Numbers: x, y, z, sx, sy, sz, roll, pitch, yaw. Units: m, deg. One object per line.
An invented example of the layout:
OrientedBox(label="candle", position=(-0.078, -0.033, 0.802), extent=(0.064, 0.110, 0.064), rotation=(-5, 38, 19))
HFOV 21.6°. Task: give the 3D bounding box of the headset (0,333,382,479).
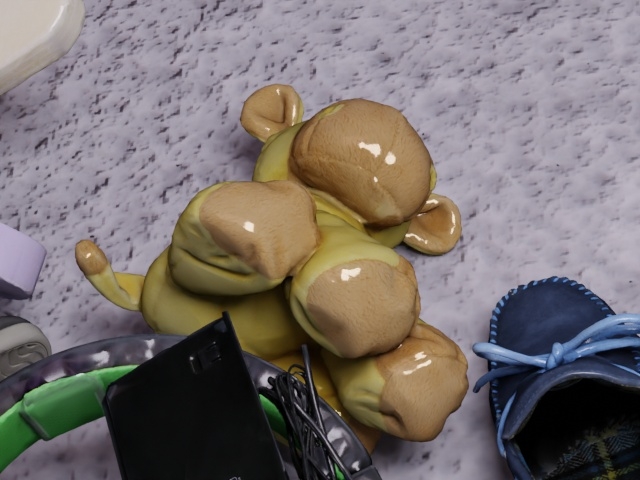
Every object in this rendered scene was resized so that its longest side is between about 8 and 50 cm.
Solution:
OrientedBox(label="headset", position=(-0.053, 0.217, 0.704), extent=(0.243, 0.185, 0.394), rotation=(-23, 68, -5))

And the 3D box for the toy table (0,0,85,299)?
OrientedBox(label="toy table", position=(-0.258, -0.077, 0.908), extent=(0.274, 0.252, 0.160), rotation=(14, 79, 8))

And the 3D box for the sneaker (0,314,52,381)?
OrientedBox(label="sneaker", position=(-0.258, 0.082, 0.883), extent=(0.222, 0.083, 0.118), rotation=(-33, 59, -10))

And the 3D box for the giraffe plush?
OrientedBox(label="giraffe plush", position=(0.000, 0.000, 0.866), extent=(0.210, 0.181, 0.170), rotation=(-6, 38, 47))

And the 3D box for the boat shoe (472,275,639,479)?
OrientedBox(label="boat shoe", position=(0.132, 0.085, 0.767), extent=(0.109, 0.089, 0.258), rotation=(-28, 33, 3))

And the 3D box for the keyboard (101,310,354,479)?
OrientedBox(label="keyboard", position=(-0.025, 0.120, 0.706), extent=(0.100, 0.038, 0.192), rotation=(-30, 53, 11))
